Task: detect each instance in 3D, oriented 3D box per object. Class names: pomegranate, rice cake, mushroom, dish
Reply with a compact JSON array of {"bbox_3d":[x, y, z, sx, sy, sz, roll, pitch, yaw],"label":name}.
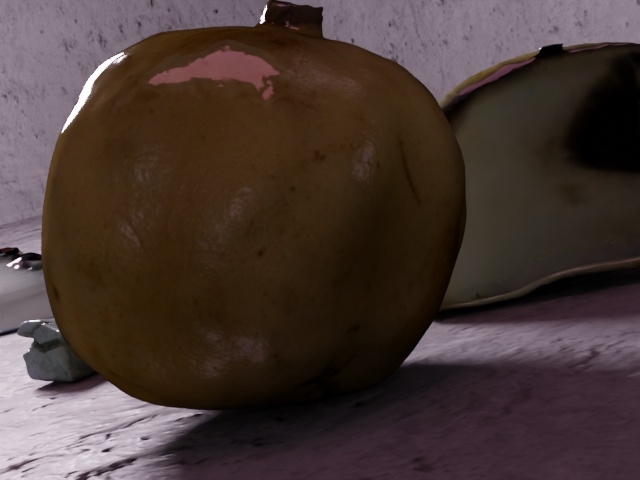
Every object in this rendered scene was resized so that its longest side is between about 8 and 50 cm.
[{"bbox_3d":[-0.056,-0.025,1.267,0.332,0.333,0.332,-11,6,1],"label":"pomegranate"},{"bbox_3d":[-0.177,0.075,1.690,0.066,0.063,0.336,0,10,29],"label":"rice cake"},{"bbox_3d":[0.218,-0.067,1.539,0.292,0.218,0.212,-10,3,14],"label":"mushroom"},{"bbox_3d":[-0.443,0.046,2.103,0.273,0.134,0.273,-10,6,1],"label":"dish"}]
